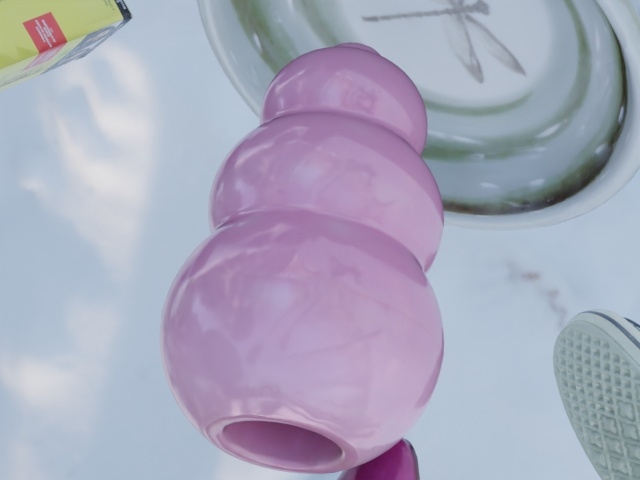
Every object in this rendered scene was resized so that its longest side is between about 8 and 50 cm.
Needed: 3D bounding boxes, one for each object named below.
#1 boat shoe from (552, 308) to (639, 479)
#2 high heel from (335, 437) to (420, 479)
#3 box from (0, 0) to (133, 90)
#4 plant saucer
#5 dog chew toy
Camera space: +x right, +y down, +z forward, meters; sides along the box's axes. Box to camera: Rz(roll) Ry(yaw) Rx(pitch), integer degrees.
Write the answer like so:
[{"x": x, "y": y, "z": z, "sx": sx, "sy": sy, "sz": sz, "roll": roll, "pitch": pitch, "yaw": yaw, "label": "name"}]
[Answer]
[{"x": 0.442, "y": 0.249, "z": 1.794, "sx": 0.500, "sy": 0.156, "sz": 0.187, "roll": 43, "pitch": 145, "yaw": 4, "label": "boat shoe"}, {"x": -0.058, "y": 0.304, "z": 1.305, "sx": 0.127, "sy": 0.181, "sz": 0.377, "roll": 29, "pitch": 99, "yaw": 66, "label": "high heel"}, {"x": -0.265, "y": -0.164, "z": 1.467, "sx": 0.087, "sy": 0.232, "sz": 0.058, "roll": -30, "pitch": 91, "yaw": 39, "label": "box"}, {"x": 0.094, "y": -0.178, "z": 1.433, "sx": 0.400, "sy": 0.100, "sz": 0.400, "roll": 19, "pitch": 144, "yaw": 15, "label": "plant saucer"}, {"x": 0.000, "y": 0.000, "z": 1.301, "sx": 0.207, "sy": 0.332, "sz": 0.206, "roll": 8, "pitch": 153, "yaw": 4, "label": "dog chew toy"}]
